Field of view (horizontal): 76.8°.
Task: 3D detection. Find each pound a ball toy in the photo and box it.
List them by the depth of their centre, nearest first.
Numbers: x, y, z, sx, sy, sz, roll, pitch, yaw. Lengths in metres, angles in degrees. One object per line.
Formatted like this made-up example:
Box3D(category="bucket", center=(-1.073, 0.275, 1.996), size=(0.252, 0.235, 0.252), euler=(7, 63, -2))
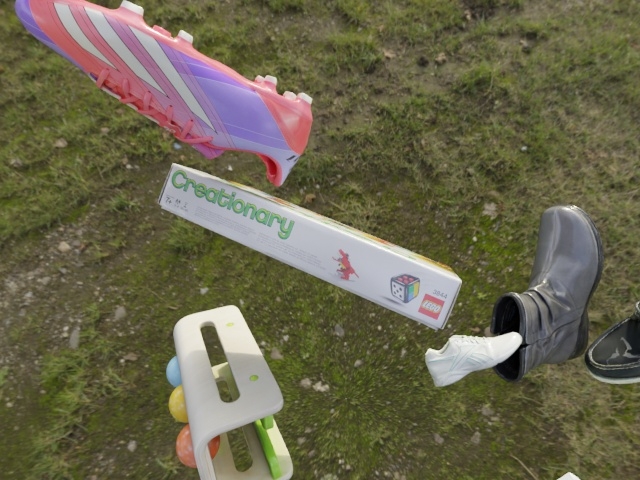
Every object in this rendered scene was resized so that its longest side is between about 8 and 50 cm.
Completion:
Box3D(category="pound a ball toy", center=(-0.135, 0.263, 0.577), size=(0.136, 0.208, 0.319), euler=(-13, 23, -20))

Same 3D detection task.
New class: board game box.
Box3D(category="board game box", center=(0.000, 0.000, 0.468), size=(0.305, 0.193, 0.053), euler=(23, 96, 13))

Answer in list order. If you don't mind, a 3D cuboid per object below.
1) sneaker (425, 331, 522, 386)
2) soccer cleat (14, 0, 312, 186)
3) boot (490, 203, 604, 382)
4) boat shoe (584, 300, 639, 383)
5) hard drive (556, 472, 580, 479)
Box3D(category="sneaker", center=(0.235, 0.173, 0.631), size=(0.152, 0.054, 0.061), euler=(-29, 75, 13))
Box3D(category="soccer cleat", center=(-0.122, -0.125, 0.351), size=(0.248, 0.083, 0.095), euler=(15, 100, -29))
Box3D(category="boot", center=(0.432, 0.097, 0.784), size=(0.223, 0.118, 0.338), euler=(-3, 92, -31))
Box3D(category="boat shoe", center=(0.628, 0.139, 0.714), size=(0.340, 0.113, 0.127), euler=(-33, 28, 26))
Box3D(category="hard drive", center=(0.481, 0.542, 0.674), size=(0.047, 0.353, 0.233), euler=(-33, 46, -2))
